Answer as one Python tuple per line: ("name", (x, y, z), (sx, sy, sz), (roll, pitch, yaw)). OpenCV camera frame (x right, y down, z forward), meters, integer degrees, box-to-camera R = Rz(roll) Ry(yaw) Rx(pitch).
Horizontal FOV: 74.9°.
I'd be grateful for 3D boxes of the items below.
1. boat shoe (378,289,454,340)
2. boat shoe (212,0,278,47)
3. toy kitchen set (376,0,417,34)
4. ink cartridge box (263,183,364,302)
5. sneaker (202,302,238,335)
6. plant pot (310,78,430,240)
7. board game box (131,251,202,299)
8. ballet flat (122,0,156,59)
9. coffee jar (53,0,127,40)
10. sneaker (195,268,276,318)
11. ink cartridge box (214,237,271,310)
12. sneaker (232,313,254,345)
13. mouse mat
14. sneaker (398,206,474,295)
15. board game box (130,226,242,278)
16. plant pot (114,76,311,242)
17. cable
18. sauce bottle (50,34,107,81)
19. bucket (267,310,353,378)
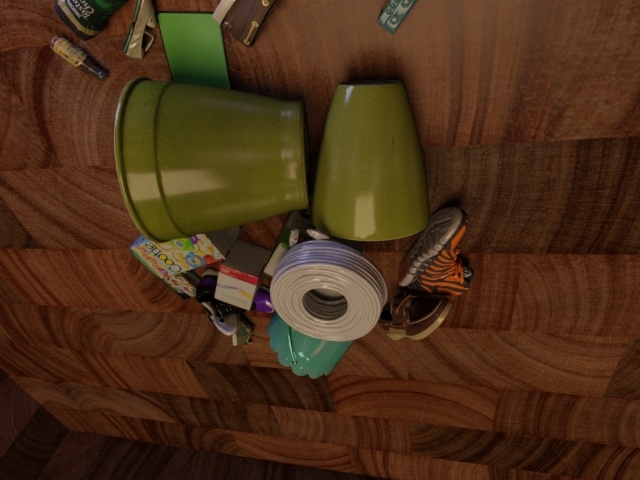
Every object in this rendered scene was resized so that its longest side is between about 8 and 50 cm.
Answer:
("boat shoe", (0.260, 0.217, 1.257), (0.123, 0.123, 0.342), (41, 156, -2))
("boat shoe", (-0.075, -0.493, 0.770), (0.096, 0.117, 0.324), (39, 133, -25))
("toy kitchen set", (0.095, -0.488, 0.717), (0.207, 0.122, 0.166), (32, 131, -12))
("ink cartridge box", (0.000, 0.000, 1.068), (0.201, 0.278, 0.117), (26, 129, -8))
("sneaker", (-0.349, 0.281, 1.499), (0.217, 0.079, 0.121), (42, 151, 36))
("plant pot", (0.109, -0.189, 0.909), (0.274, 0.275, 0.294), (4, 116, 12))
("board game box", (-0.527, 0.105, 1.474), (0.136, 0.030, 0.260), (-19, 123, 31))
("ballet flat", (-0.390, -0.475, 0.922), (0.052, 0.057, 0.168), (12, 143, -33))
("coffee jar", (-0.478, -0.513, 0.885), (0.184, 0.079, 0.096), (-23, 121, 31))
("sneaker", (-0.288, 0.213, 1.421), (0.293, 0.146, 0.102), (18, 133, 0))
("ink cartridge box", (-0.249, 0.109, 1.332), (0.127, 0.128, 0.176), (20, 132, -2))
("sneaker", (-0.293, 0.329, 1.589), (0.086, 0.064, 0.192), (1, 127, -6))
("mouse mat", (-0.286, -0.421, 0.961), (0.152, 0.007, 0.190), (7, 131, 10))
("sneaker", (0.349, 0.040, 1.126), (0.179, 0.125, 0.321), (17, 143, -5))
("board game box", (-0.403, -0.007, 1.263), (0.275, 0.144, 0.142), (-16, 125, 28))
("plant pot", (-0.200, -0.181, 0.945), (0.352, 0.367, 0.367), (-2, 131, 2))
("cable", (0.018, 0.115, 0.915), (0.256, 0.089, 0.257), (21, 130, -3))
("sauce bottle", (-0.579, -0.436, 1.006), (0.128, 0.042, 0.042), (33, 131, -16))
("bucket", (-0.014, 0.262, 1.312), (0.281, 0.281, 0.183), (27, 123, -9))
